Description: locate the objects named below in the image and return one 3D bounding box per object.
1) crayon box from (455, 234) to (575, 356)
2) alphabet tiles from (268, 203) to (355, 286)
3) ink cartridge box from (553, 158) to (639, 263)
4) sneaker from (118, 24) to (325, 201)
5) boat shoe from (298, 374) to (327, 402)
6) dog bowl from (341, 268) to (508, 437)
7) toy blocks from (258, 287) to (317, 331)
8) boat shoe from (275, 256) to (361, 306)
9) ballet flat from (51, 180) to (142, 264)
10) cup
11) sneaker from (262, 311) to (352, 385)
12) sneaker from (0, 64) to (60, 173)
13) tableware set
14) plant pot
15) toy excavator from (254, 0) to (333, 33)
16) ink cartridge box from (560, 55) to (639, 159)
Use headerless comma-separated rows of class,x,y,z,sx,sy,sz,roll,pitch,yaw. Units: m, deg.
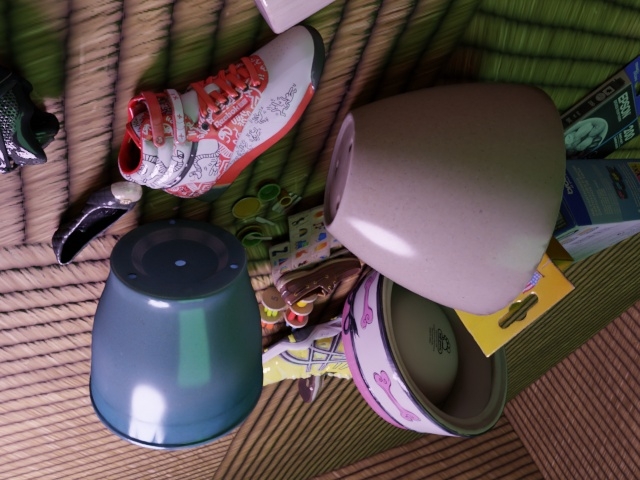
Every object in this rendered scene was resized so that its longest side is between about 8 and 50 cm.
crayon box,0.287,0.016,0.942,0.081,0.318,0.202,3,138,-39
alphabet tiles,0.000,0.000,0.975,0.198,0.009,0.237,-20,154,-11
ink cartridge box,0.473,-0.042,1.107,0.396,0.151,0.270,-7,158,-32
sneaker,-0.123,-0.151,0.612,0.145,0.090,0.270,11,135,-48
boat shoe,-0.012,0.396,1.510,0.072,0.068,0.190,-23,150,-30
dog bowl,0.214,0.209,1.123,0.408,0.407,0.150,8,152,-43
toy blocks,-0.077,0.153,1.118,0.123,0.054,0.148,-12,145,-25
boat shoe,0.003,0.083,1.053,0.178,0.060,0.064,-17,153,-19
ballet flat,-0.285,-0.024,0.688,0.173,0.049,0.057,-32,152,29
cup,0.137,-0.077,0.753,0.237,0.331,0.331,11,138,-9
sneaker,0.009,0.260,1.218,0.385,0.147,0.145,-23,172,-3
sneaker,-0.350,-0.081,0.546,0.130,0.087,0.227,13,126,-38
tableware set,-0.105,-0.032,0.860,0.154,0.024,0.104,-40,146,19
plant pot,-0.207,0.117,0.797,0.272,0.271,0.255,-9,129,-27
toy excavator,-0.090,-0.342,0.269,0.222,0.445,0.432,-30,107,5
ink cartridge box,0.565,-0.236,1.048,0.208,0.045,0.206,-40,146,17
